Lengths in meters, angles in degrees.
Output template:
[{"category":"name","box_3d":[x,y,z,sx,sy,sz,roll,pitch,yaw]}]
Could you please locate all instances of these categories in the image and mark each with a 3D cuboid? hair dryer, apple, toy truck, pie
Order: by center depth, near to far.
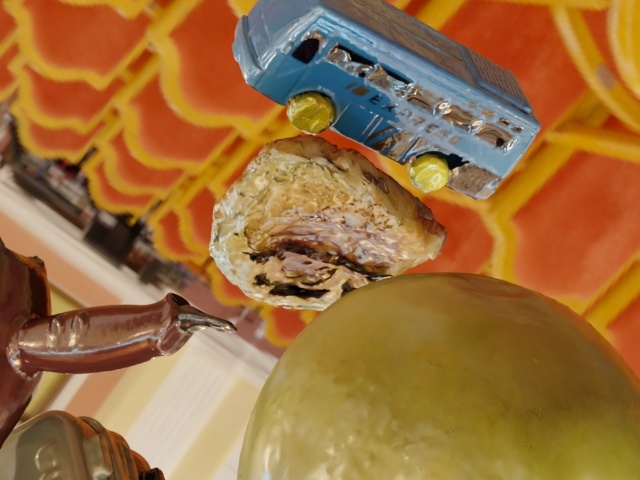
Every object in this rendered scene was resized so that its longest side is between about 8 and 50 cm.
[{"category":"apple","box_3d":[0.092,0.166,0.772,0.292,0.292,0.254,39,171,-23]},{"category":"hair dryer","box_3d":[-0.222,0.133,1.012,0.340,0.313,0.123,-9,155,27]},{"category":"pie","box_3d":[0.000,-0.001,1.349,0.308,0.086,0.308,-1,149,0]},{"category":"toy truck","box_3d":[0.081,-0.194,1.442,0.385,0.162,0.161,23,-150,-27]}]

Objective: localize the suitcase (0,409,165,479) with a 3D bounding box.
[{"category":"suitcase","box_3d":[-0.298,0.371,1.104,0.194,0.339,0.352,45,-161,-50]}]
